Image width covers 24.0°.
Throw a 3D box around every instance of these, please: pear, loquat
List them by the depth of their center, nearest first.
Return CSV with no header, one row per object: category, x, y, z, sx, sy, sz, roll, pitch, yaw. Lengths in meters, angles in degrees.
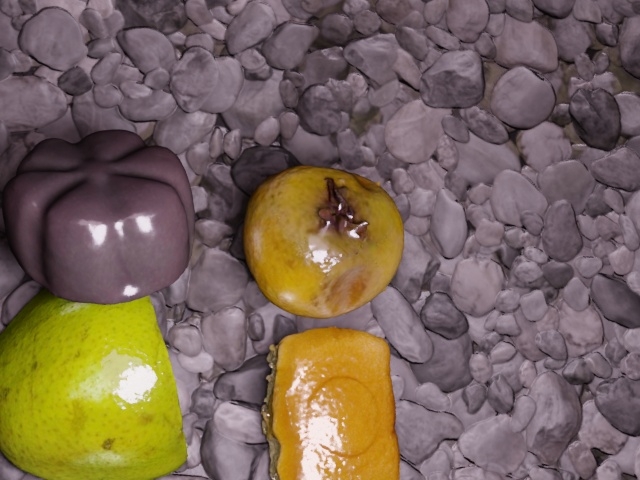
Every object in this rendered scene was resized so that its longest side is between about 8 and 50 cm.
pear,-0.305,0.170,1.854,0.239,0.139,0.288,-16,79,-10
loquat,0.005,0.003,1.939,0.213,0.213,0.213,4,75,-15

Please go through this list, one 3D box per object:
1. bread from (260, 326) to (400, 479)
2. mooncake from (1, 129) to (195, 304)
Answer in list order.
bread,0.013,0.236,1.924,0.174,0.121,0.246,1,73,-14
mooncake,-0.272,-0.035,1.865,0.244,0.133,0.245,0,35,0
